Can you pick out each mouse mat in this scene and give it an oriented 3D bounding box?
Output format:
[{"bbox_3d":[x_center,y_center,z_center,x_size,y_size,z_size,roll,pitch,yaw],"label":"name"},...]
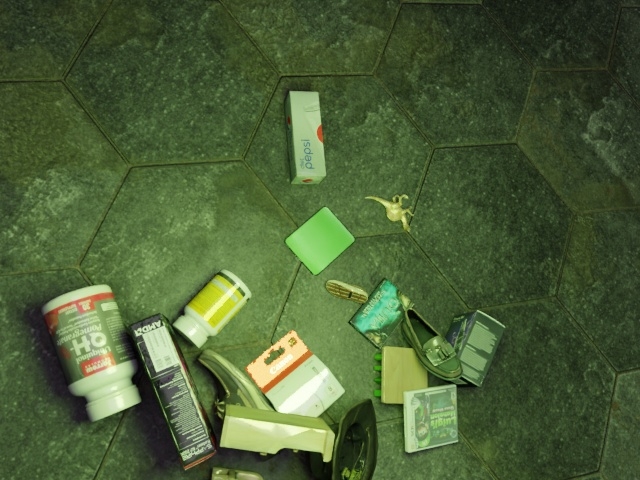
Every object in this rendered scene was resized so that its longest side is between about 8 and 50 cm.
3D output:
[{"bbox_3d":[0.000,0.000,1.787,0.190,0.007,0.152,-41,89,-19],"label":"mouse mat"}]

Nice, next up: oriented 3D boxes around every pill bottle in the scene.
[{"bbox_3d":[-0.302,0.191,1.595,0.119,0.119,0.208,43,69,-1],"label":"pill bottle"},{"bbox_3d":[-0.574,0.288,1.465,0.176,0.176,0.318,-21,82,-19],"label":"pill bottle"}]

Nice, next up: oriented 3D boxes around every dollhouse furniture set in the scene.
[{"bbox_3d":[-0.136,0.619,1.362,0.257,0.362,0.393,11,83,-8],"label":"dollhouse furniture set"}]

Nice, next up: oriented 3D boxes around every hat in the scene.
[{"bbox_3d":[0.048,0.573,1.556,0.134,0.331,0.331,8,69,28],"label":"hat"}]

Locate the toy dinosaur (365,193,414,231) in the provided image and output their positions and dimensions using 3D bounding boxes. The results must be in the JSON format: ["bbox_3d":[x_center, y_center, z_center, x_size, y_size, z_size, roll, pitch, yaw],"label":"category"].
[{"bbox_3d":[0.241,-0.110,1.857,0.183,0.053,0.092,41,71,-2],"label":"toy dinosaur"}]

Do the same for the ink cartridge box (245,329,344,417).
[{"bbox_3d":[-0.072,0.402,1.640,0.189,0.066,0.232,-37,92,-20],"label":"ink cartridge box"}]

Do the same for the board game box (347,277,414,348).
[{"bbox_3d":[0.189,0.224,1.770,0.126,0.026,0.186,42,69,-1],"label":"board game box"}]

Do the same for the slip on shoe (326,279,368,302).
[{"bbox_3d":[0.082,0.150,1.755,0.136,0.051,0.041,17,32,-2],"label":"slip on shoe"}]

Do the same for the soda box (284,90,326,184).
[{"bbox_3d":[-0.050,-0.324,1.811,0.098,0.091,0.286,-1,76,-16],"label":"soda box"}]

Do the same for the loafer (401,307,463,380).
[{"bbox_3d":[0.315,0.298,1.670,0.096,0.267,0.084,-22,125,-15],"label":"loafer"}]

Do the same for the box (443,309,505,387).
[{"bbox_3d":[0.448,0.332,1.747,0.108,0.153,0.207,31,69,-5],"label":"box"}]

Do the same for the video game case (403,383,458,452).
[{"bbox_3d":[0.329,0.523,1.696,0.191,0.022,0.173,0,87,-30],"label":"video game case"}]

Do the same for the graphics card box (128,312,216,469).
[{"bbox_3d":[-0.372,0.376,1.468,0.094,0.233,0.370,-23,82,-14],"label":"graphics card box"}]

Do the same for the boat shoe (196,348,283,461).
[{"bbox_3d":[-0.221,0.448,1.545,0.130,0.132,0.355,-42,89,-19],"label":"boat shoe"}]

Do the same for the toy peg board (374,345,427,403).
[{"bbox_3d":[0.234,0.405,1.721,0.161,0.079,0.161,10,75,-29],"label":"toy peg board"}]
